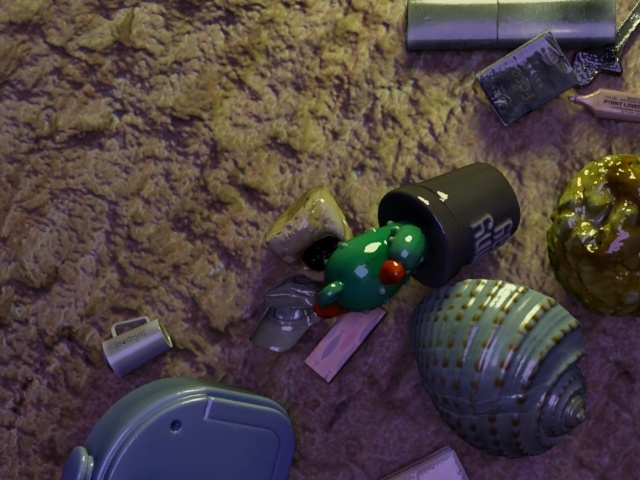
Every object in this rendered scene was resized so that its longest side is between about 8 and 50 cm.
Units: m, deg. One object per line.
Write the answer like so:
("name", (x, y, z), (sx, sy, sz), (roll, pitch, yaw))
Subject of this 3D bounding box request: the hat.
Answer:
("hat", (-0.056, 0.134, 1.686), (0.122, 0.081, 0.166), (28, 105, -31))

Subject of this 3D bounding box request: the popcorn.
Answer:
("popcorn", (0.513, -0.002, 1.562), (0.282, 0.247, 0.282), (0, 95, 0))

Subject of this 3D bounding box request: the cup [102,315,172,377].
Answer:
("cup", (-0.343, 0.186, 1.704), (0.116, 0.074, 0.104), (-28, 54, -2))

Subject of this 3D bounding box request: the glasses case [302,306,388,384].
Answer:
("glasses case", (0.047, 0.176, 1.680), (0.064, 0.041, 0.170), (39, 88, 9))

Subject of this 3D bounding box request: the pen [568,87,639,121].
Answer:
("pen", (0.551, -0.246, 1.684), (0.197, 0.032, 0.053), (8, 85, 4))

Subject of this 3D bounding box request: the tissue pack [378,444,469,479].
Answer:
("tissue pack", (0.125, 0.509, 1.624), (0.325, 0.071, 0.170), (-27, 85, 1))

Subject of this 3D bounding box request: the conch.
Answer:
("conch", (0.283, 0.225, 1.540), (0.319, 0.303, 0.215), (6, 40, 19))

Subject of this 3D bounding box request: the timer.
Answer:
("timer", (-0.250, 0.413, 1.556), (0.395, 0.173, 0.395), (-3, 97, -30))

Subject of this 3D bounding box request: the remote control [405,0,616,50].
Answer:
("remote control", (0.347, -0.405, 1.700), (0.377, 0.044, 0.107), (0, 79, 9))

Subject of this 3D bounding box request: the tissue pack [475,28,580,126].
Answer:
("tissue pack", (0.374, -0.293, 1.670), (0.156, 0.051, 0.112), (-31, 98, 15))

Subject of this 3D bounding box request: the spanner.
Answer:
("spanner", (0.576, -0.408, 1.703), (0.093, 0.026, 0.325), (37, 87, 8))

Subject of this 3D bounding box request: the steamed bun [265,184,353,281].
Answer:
("steamed bun", (0.000, 0.000, 1.653), (0.141, 0.172, 0.155), (-40, 101, 11))

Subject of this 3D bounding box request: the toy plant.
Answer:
("toy plant", (0.149, 0.007, 1.549), (0.400, 0.279, 0.185), (-27, 103, -24))
